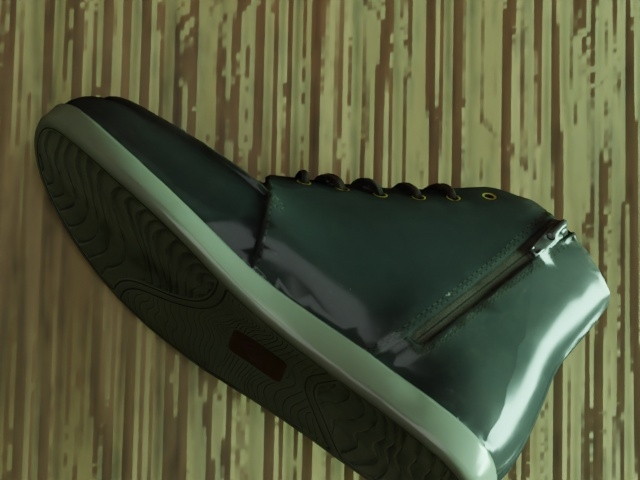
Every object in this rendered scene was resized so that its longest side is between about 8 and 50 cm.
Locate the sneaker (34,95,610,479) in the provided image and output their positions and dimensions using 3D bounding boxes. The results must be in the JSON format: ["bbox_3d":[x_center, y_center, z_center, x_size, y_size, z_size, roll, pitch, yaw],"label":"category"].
[{"bbox_3d":[0.000,0.000,0.700,0.222,0.083,0.118,39,60,3],"label":"sneaker"}]
